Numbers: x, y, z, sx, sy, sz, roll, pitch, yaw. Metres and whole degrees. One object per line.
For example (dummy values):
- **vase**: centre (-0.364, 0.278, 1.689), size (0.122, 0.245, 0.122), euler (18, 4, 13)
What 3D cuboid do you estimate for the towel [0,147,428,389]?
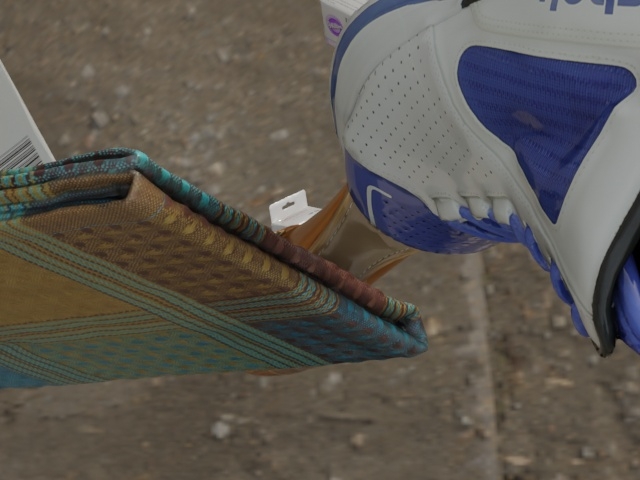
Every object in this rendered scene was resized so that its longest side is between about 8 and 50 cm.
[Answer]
- **towel**: centre (-0.166, 0.028, 0.893), size (0.271, 0.370, 0.040), euler (30, 59, -54)

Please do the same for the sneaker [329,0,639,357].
- **sneaker**: centre (0.100, -0.027, 0.643), size (0.127, 0.315, 0.182), euler (1, 70, -21)

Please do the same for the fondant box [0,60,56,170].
- **fondant box**: centre (-0.335, -0.151, 1.286), size (0.096, 0.238, 0.330), euler (-40, 60, -13)

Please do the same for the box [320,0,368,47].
- **box**: centre (0.134, -0.192, 1.834), size (0.067, 0.324, 0.063), euler (-38, 140, -27)

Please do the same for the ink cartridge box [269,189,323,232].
- **ink cartridge box**: centre (-0.016, 0.000, 1.603), size (0.048, 0.028, 0.083), euler (-27, 116, -37)

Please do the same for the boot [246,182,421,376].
- **boot**: centre (0.000, 0.000, 1.091), size (0.073, 0.152, 0.197), euler (46, 66, -19)
